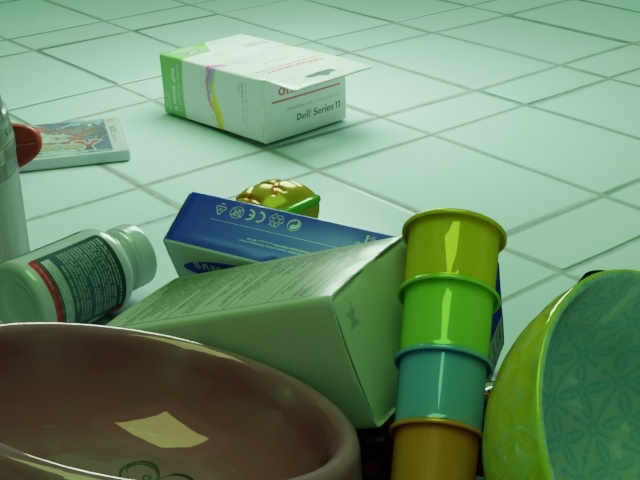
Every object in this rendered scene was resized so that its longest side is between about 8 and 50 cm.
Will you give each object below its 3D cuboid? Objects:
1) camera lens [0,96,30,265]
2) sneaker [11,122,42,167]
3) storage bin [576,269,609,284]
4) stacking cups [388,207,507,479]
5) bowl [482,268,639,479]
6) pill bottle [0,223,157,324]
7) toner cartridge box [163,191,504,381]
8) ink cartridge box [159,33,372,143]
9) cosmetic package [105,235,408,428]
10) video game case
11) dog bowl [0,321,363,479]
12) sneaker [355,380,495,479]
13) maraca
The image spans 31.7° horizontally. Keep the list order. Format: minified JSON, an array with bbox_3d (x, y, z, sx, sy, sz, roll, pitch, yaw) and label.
[{"bbox_3d":[-0.473,-0.051,1.365,0.219,0.274,0.219,-1,25,1],"label":"camera lens"},{"bbox_3d":[-0.546,-0.158,1.805,0.221,0.087,0.128,-9,24,1],"label":"sneaker"},{"bbox_3d":[0.317,0.110,1.211,0.122,0.084,0.180,13,27,27],"label":"storage bin"},{"bbox_3d":[0.092,0.130,0.938,0.096,0.096,0.316,5,62,13],"label":"stacking cups"},{"bbox_3d":[0.221,0.183,0.874,0.289,0.289,0.156,-25,-7,-42],"label":"bowl"},{"bbox_3d":[-0.287,0.046,1.347,0.108,0.108,0.180,18,31,36],"label":"pill bottle"},{"bbox_3d":[0.017,0.057,1.207,0.347,0.165,0.075,13,56,21],"label":"toner cartridge box"},{"bbox_3d":[-0.096,-0.268,2.008,0.207,0.119,0.353,-22,31,-39],"label":"ink cartridge box"},{"bbox_3d":[-0.052,0.100,1.080,0.296,0.129,0.153,-11,15,37],"label":"cosmetic package"},{"bbox_3d":[-0.433,-0.165,1.913,0.201,0.023,0.183,-8,25,-14],"label":"video game case"},{"bbox_3d":[-0.147,0.183,0.851,0.407,0.150,0.408,11,10,-2],"label":"dog bowl"},{"bbox_3d":[0.137,0.167,1.042,0.276,0.098,0.135,-11,18,11],"label":"sneaker"},{"bbox_3d":[-0.085,-0.022,1.502,0.185,0.099,0.127,-23,1,-8],"label":"maraca"}]
